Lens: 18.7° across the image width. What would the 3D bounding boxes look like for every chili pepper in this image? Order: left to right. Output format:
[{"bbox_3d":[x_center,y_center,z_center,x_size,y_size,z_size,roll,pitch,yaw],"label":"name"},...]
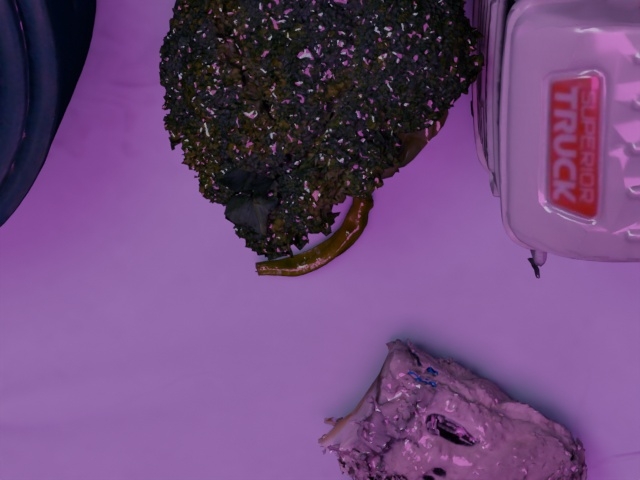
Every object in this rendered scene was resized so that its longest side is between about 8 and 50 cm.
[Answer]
[{"bbox_3d":[0.000,0.000,1.136,0.083,0.017,0.030,-40,106,16],"label":"chili pepper"}]

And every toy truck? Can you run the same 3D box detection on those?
[{"bbox_3d":[0.271,-0.075,0.982,0.387,0.207,0.173,0,114,4],"label":"toy truck"}]

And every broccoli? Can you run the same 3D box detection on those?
[{"bbox_3d":[0.002,-0.090,1.021,0.195,0.195,0.156,-30,129,15],"label":"broccoli"}]

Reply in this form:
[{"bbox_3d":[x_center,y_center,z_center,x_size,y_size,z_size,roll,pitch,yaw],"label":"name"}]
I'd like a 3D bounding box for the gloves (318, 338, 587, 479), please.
[{"bbox_3d":[0.081,0.134,1.162,0.153,0.070,0.114,30,112,-12],"label":"gloves"}]

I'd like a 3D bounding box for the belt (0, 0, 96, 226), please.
[{"bbox_3d":[-0.317,-0.170,0.991,0.436,0.173,0.300,42,111,-15],"label":"belt"}]
